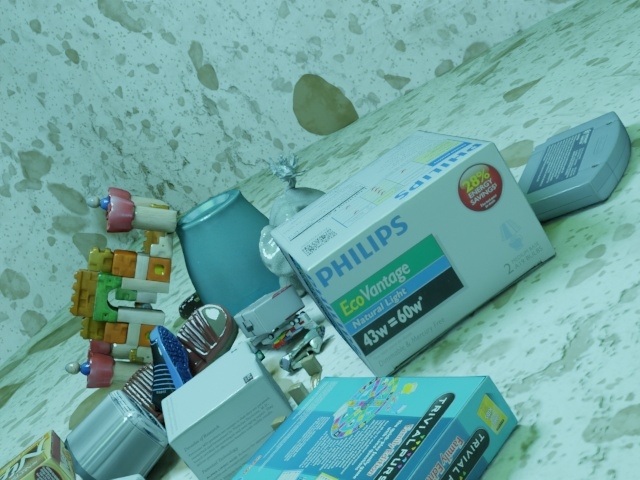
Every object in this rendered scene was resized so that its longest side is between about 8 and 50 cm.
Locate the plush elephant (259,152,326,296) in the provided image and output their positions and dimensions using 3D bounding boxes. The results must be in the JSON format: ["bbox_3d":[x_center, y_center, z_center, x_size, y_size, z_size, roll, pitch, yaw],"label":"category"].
[{"bbox_3d":[0.000,0.000,1.723,0.272,0.330,0.255,-27,34,1],"label":"plush elephant"}]

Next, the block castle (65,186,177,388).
[{"bbox_3d":[-0.486,0.111,2.016,0.212,0.453,0.303,7,7,-16],"label":"block castle"}]

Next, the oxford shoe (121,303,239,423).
[{"bbox_3d":[-0.293,0.293,1.750,0.348,0.123,0.130,-45,-26,-5],"label":"oxford shoe"}]

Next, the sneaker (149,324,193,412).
[{"bbox_3d":[-0.300,0.273,1.638,0.090,0.081,0.232,-40,52,11],"label":"sneaker"}]

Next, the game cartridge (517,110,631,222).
[{"bbox_3d":[0.457,-0.131,1.514,0.196,0.060,0.294,-27,16,38],"label":"game cartridge"}]

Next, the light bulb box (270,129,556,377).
[{"bbox_3d":[0.138,0.003,1.438,0.358,0.225,0.361,-35,16,-4],"label":"light bulb box"}]

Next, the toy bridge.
[{"bbox_3d":[-0.025,0.254,1.322,0.026,0.063,0.188,-27,15,25],"label":"toy bridge"}]

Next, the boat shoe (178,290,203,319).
[{"bbox_3d":[-0.299,0.147,2.251,0.190,0.068,0.072,-32,-13,-13],"label":"boat shoe"}]

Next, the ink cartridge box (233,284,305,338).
[{"bbox_3d":[-0.104,0.145,1.689,0.099,0.056,0.135,-34,3,-25],"label":"ink cartridge box"}]

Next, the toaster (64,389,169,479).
[{"bbox_3d":[-0.367,0.370,1.521,0.146,0.129,0.227,-50,23,-11],"label":"toaster"}]

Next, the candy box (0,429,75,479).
[{"bbox_3d":[-0.662,0.545,1.733,0.316,0.087,0.183,-37,15,-10],"label":"candy box"}]

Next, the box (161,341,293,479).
[{"bbox_3d":[-0.150,0.284,1.377,0.182,0.119,0.181,-36,17,-5],"label":"box"}]

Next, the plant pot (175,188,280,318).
[{"bbox_3d":[-0.211,0.025,2.018,0.271,0.255,0.272,-27,16,8],"label":"plant pot"}]

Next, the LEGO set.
[{"bbox_3d":[-0.102,0.210,1.696,0.182,0.060,0.244,-38,4,-11],"label":"LEGO set"}]

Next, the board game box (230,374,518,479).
[{"bbox_3d":[0.045,0.283,1.053,0.254,0.079,0.336,-44,18,-32],"label":"board game box"}]

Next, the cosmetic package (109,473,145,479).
[{"bbox_3d":[-0.376,0.482,1.189,0.385,0.156,0.217,-22,21,37],"label":"cosmetic package"}]

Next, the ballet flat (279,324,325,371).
[{"bbox_3d":[-0.024,0.203,1.546,0.114,0.041,0.041,-40,16,-20],"label":"ballet flat"}]
